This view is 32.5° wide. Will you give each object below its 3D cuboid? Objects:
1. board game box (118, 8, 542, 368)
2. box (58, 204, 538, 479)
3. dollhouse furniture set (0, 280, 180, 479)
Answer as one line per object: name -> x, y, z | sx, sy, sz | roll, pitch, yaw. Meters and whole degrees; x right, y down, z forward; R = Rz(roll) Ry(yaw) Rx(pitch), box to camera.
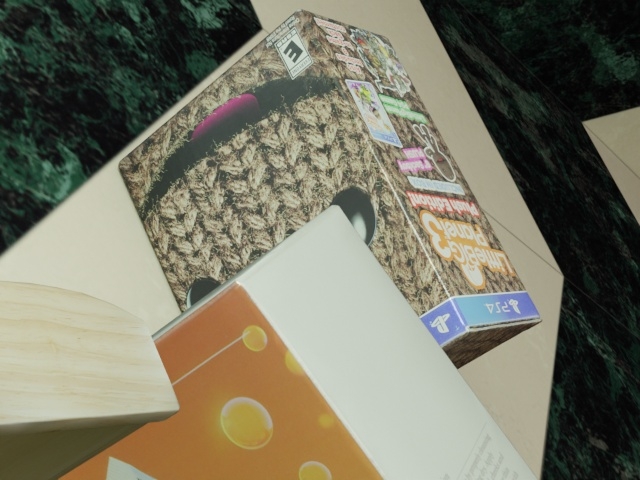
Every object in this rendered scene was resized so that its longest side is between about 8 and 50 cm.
board game box -> 0.000, 0.000, 0.922 | 0.141, 0.232, 0.291 | 1, 58, -57
box -> 0.008, 0.189, 0.736 | 0.345, 0.215, 0.168 | 54, 27, -1
dollhouse furniture set -> -0.248, -0.021, 0.419 | 0.286, 0.198, 0.303 | 12, 48, -63
